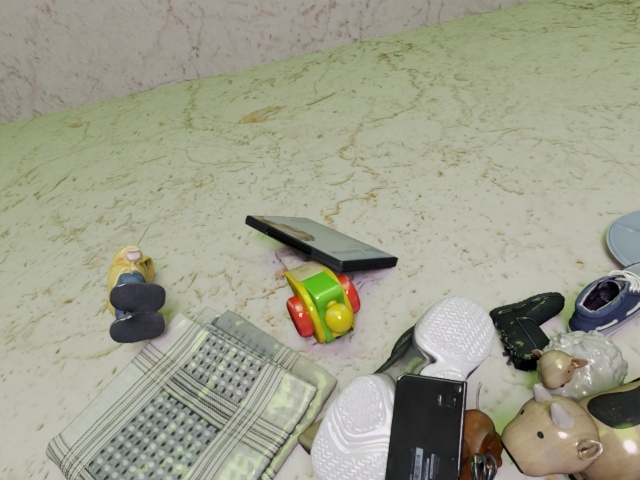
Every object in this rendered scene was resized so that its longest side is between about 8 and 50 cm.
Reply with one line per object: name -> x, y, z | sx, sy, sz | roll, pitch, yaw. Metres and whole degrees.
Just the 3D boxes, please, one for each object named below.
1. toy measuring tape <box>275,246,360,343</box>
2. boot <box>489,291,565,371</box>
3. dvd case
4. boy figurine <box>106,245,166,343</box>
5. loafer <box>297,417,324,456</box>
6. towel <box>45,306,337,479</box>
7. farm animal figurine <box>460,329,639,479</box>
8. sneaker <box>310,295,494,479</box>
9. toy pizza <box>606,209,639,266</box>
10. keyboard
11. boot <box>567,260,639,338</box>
toy measuring tape -> -0.015, 0.096, 0.718 | 0.121, 0.121, 0.330 | -24, 18, -13
boot -> 0.319, 0.133, 0.597 | 0.121, 0.045, 0.099 | -17, 37, 6
dvd case -> 0.000, 0.000, 0.784 | 0.253, 0.022, 0.180 | 26, 16, 37
boy figurine -> -0.347, 0.095, 0.752 | 0.092, 0.177, 0.285 | 0, 9, -25
loafer -> 0.038, 0.267, 0.504 | 0.148, 0.056, 0.050 | 18, 54, 32
towel -> -0.184, 0.247, 0.591 | 0.312, 0.056, 0.324 | 18, 48, 33
farm animal figurine -> 0.264, 0.206, 0.356 | 0.327, 0.172, 0.330 | -24, 22, -16
sneaker -> 0.102, 0.192, 0.510 | 0.268, 0.153, 0.101 | -41, 70, -14
toy pizza -> 0.591, 0.016, 0.672 | 0.201, 0.032, 0.201 | -9, 40, 7
keyboard -> 0.110, 0.222, 0.378 | 0.108, 0.023, 0.180 | -9, 63, 45
boot -> 0.438, 0.072, 0.583 | 0.190, 0.086, 0.069 | -36, 45, -13
